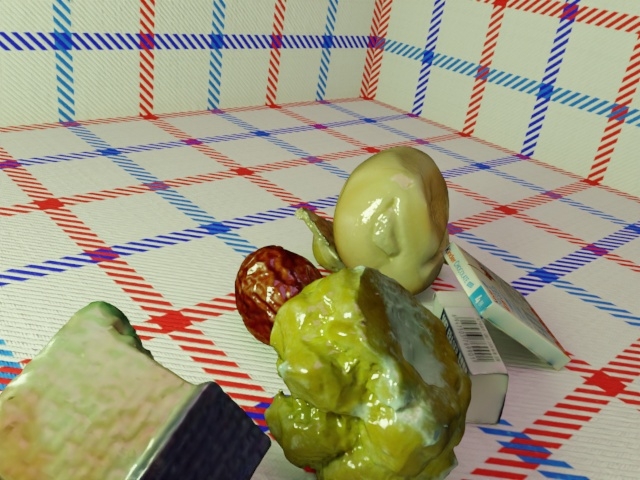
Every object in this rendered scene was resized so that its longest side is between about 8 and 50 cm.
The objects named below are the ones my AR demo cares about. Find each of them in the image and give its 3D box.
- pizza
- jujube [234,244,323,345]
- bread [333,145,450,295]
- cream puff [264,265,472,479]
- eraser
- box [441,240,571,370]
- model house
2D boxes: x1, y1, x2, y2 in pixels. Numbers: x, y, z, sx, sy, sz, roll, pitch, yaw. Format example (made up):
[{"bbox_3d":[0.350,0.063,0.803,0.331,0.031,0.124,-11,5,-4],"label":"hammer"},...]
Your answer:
[{"bbox_3d":[0.005,0.008,1.580,0.204,0.081,0.188,34,25,-37],"label":"pizza"},{"bbox_3d":[-0.072,0.121,1.260,0.197,0.197,0.290,-6,29,-27],"label":"jujube"},{"bbox_3d":[0.183,-0.052,1.541,0.253,0.347,0.376,-5,20,19],"label":"bread"},{"bbox_3d":[0.055,0.235,0.973,0.378,0.276,0.378,37,30,-26],"label":"cream puff"},{"bbox_3d":[0.293,0.227,1.236,0.086,0.130,0.287,3,28,-4],"label":"eraser"},{"bbox_3d":[0.417,0.143,1.391,0.265,0.048,0.273,35,19,-21],"label":"box"},{"bbox_3d":[-0.217,0.280,0.727,0.280,0.312,0.245,29,54,7],"label":"model house"}]
